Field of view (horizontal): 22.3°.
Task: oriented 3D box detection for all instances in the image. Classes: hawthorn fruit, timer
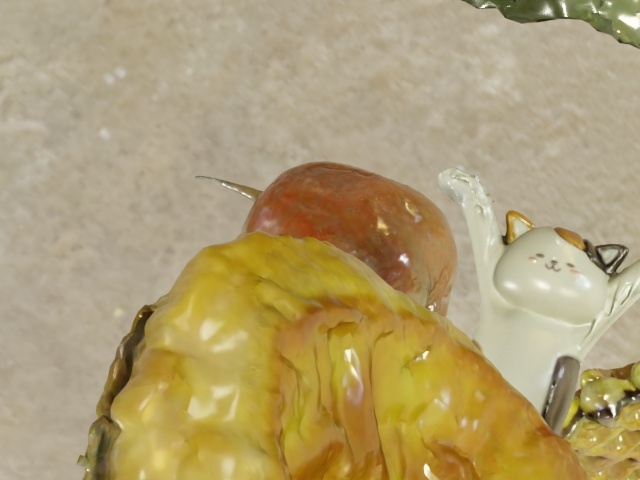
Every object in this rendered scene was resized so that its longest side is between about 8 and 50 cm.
[{"bbox_3d":[0.011,0.002,1.064,0.149,0.149,0.189,-30,78,15],"label":"hawthorn fruit"},{"bbox_3d":[0.090,0.103,0.830,0.175,0.175,0.266,11,76,32],"label":"timer"}]

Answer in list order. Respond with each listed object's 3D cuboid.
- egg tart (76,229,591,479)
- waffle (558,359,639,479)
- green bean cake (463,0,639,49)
[{"bbox_3d":[0.015,0.114,0.415,0.106,0.241,0.241,-33,57,27],"label":"egg tart"},{"bbox_3d":[0.271,0.158,1.324,0.301,0.281,0.058,-53,43,50],"label":"waffle"},{"bbox_3d":[0.115,-0.149,0.642,0.255,0.241,0.132,31,115,46],"label":"green bean cake"}]
